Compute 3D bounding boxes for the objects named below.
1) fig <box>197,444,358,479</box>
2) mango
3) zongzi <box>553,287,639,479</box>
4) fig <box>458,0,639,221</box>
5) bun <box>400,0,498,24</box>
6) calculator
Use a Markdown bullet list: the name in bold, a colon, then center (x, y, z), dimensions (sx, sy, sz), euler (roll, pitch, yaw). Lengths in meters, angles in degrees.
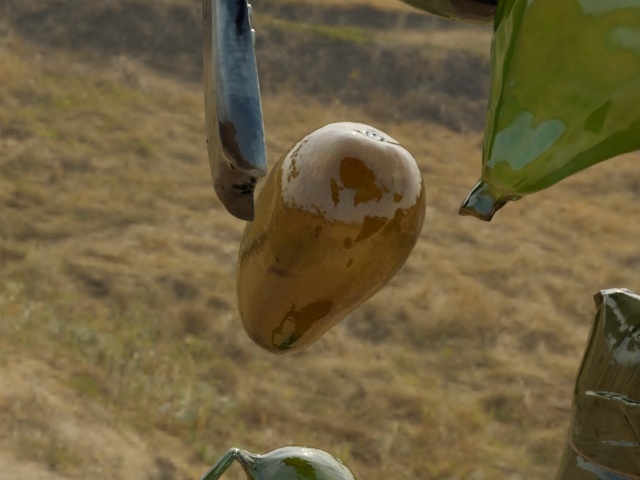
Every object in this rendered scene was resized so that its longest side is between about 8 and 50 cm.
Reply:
- **fig**: center (-0.039, 0.299, 1.589), dimensions (0.186, 0.148, 0.142), euler (48, 6, -6)
- **mango**: center (0.000, 0.000, 1.501), dimensions (0.173, 0.317, 0.211), euler (17, 42, -21)
- **zongzi**: center (0.290, 0.205, 1.048), dimensions (0.274, 0.300, 0.145), euler (13, 10, -33)
- **fig**: center (0.241, -0.149, 0.974), dimensions (0.233, 0.314, 0.233), euler (11, -8, 1)
- **bun**: center (0.132, -0.336, 1.108), dimensions (0.293, 0.293, 0.187), euler (-1, 32, -29)
- **calculator**: center (-0.074, -0.160, 1.088), dimensions (0.040, 0.268, 0.177), euler (-1, -17, -8)
